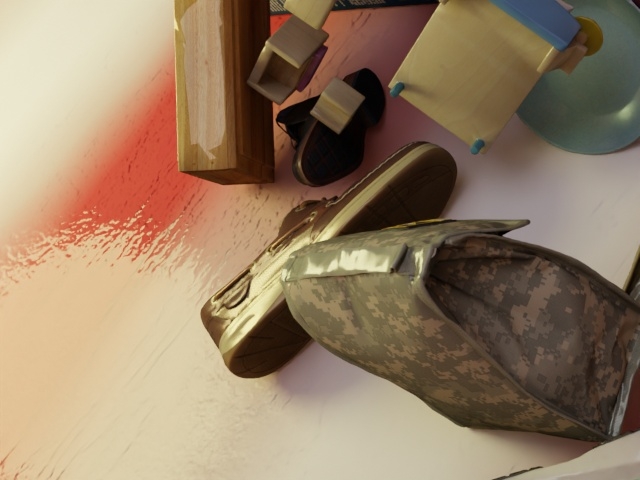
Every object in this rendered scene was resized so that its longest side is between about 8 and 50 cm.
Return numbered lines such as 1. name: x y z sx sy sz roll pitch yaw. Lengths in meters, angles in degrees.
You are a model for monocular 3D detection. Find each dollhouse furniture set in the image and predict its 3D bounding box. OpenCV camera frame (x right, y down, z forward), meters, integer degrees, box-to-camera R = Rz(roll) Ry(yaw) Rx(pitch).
1. dollhouse furniture set: 0.133 -0.228 1.756 0.303 0.286 0.198 35 44 5

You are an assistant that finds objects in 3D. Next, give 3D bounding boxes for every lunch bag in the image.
1. lunch bag: 0.131 0.067 1.546 0.235 0.287 0.169 -3 61 56

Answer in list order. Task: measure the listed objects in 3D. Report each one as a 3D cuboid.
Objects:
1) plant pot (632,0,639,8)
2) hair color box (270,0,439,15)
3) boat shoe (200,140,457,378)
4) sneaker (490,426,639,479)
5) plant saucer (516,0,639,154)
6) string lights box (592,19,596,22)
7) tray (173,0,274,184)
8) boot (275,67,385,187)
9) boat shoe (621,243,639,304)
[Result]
1. plant pot: 0.415 -0.269 1.670 0.201 0.201 0.180 -47 36 1
2. hair color box: -0.005 -0.383 2.026 0.347 0.105 0.174 1 66 30
3. boat shoe: 0.000 0.000 1.810 0.342 0.123 0.123 -46 51 9
4. sneaker: 0.232 0.302 1.498 0.410 0.158 0.182 -25 66 22
5. plant saucer: 0.285 -0.189 1.737 0.195 0.195 0.037 7 24 33
6. string lights box: 0.290 -0.338 1.842 0.133 0.077 0.259 4 67 31
7. tray: -0.110 -0.277 1.872 0.076 0.203 0.410 -3 87 10
8. boot: -0.007 -0.115 1.870 0.106 0.082 0.219 -18 23 34
9. boat shoe: 0.341 0.021 1.635 0.056 0.048 0.153 22 78 37
